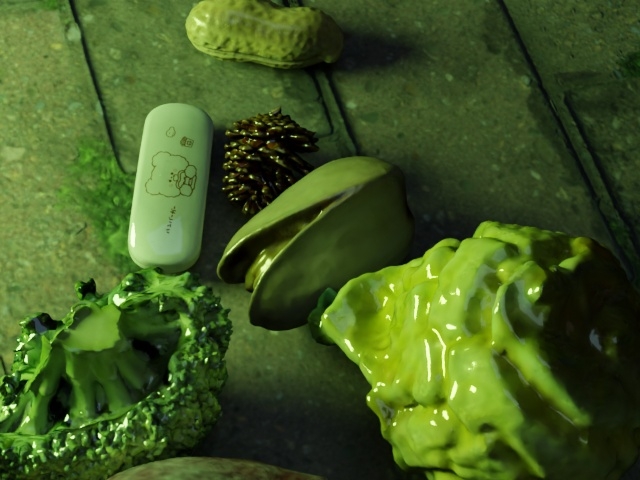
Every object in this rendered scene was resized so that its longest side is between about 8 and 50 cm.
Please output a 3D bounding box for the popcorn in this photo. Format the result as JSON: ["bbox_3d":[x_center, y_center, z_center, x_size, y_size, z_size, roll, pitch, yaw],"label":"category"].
[{"bbox_3d":[0.182,0.102,1.112,0.293,0.237,0.293,16,53,-23],"label":"popcorn"}]

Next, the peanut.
[{"bbox_3d":[-0.060,-0.231,1.391,0.174,0.080,0.080,8,60,-6],"label":"peanut"}]

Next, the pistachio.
[{"bbox_3d":[0.000,0.000,1.234,0.206,0.131,0.129,-34,61,-16],"label":"pistachio"}]

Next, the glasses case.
[{"bbox_3d":[-0.151,-0.056,1.292,0.074,0.049,0.193,6,59,-3],"label":"glasses case"}]

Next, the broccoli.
[{"bbox_3d":[-0.194,0.125,1.115,0.226,0.176,0.198,4,39,-31],"label":"broccoli"}]

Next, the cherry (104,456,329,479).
[{"bbox_3d":[-0.097,0.285,1.018,0.300,0.203,0.230,-26,59,-29],"label":"cherry"}]

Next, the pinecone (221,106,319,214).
[{"bbox_3d":[-0.059,-0.081,1.296,0.102,0.102,0.109,33,72,12],"label":"pinecone"}]
